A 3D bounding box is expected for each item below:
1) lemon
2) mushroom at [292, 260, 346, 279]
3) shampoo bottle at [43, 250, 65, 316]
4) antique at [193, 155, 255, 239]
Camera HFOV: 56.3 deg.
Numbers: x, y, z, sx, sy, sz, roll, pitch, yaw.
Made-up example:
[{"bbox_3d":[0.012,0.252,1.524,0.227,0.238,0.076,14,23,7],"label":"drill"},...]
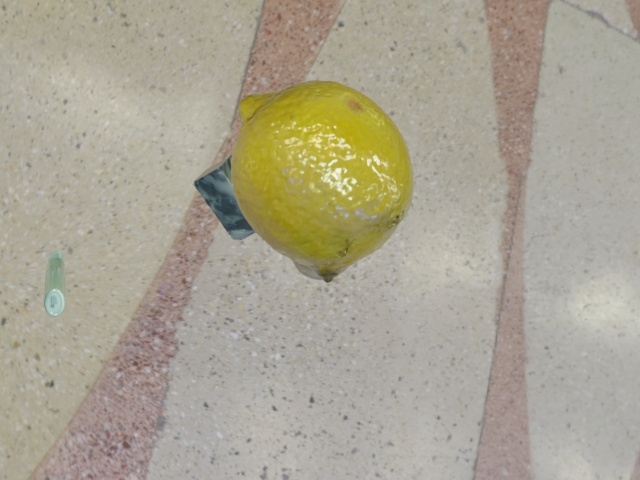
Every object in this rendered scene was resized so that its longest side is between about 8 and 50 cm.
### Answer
[{"bbox_3d":[-0.001,-0.090,0.776,0.228,0.228,0.254,-43,114,-24],"label":"lemon"},{"bbox_3d":[0.000,0.000,1.639,0.204,0.204,0.205,2,86,-28],"label":"mushroom"},{"bbox_3d":[-0.572,0.084,1.289,0.041,0.191,0.069,-4,119,-21],"label":"shampoo bottle"},{"bbox_3d":[-0.204,-0.095,1.414,0.183,0.086,0.088,57,26,-19],"label":"antique"}]
